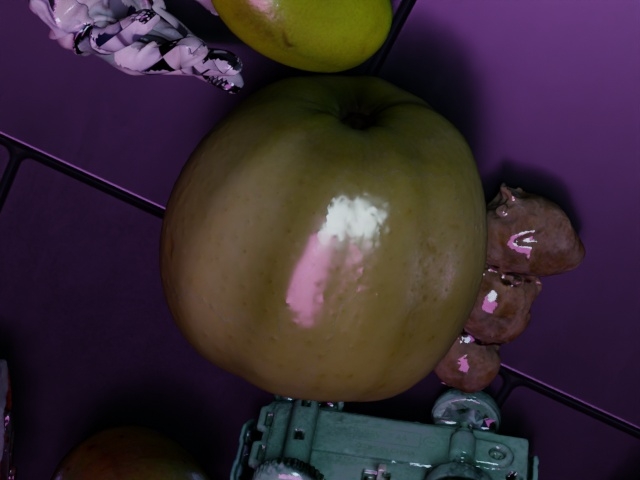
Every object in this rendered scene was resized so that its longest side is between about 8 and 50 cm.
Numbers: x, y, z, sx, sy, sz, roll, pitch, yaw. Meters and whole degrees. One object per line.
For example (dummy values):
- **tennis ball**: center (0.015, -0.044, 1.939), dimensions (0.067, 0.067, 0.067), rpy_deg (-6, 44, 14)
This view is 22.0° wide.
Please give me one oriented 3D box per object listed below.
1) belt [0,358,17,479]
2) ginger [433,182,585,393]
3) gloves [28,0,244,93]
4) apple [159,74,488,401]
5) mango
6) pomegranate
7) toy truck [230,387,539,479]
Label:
- **belt**: center (-0.350, 0.198, 1.569), dimensions (0.124, 0.128, 0.201), rpy_deg (9, 118, 2)
- **ginger**: center (0.153, 0.049, 1.446), dimensions (0.104, 0.080, 0.204), rpy_deg (23, 117, -11)
- **gloves**: center (-0.153, -0.190, 1.342), dimensions (0.111, 0.127, 0.212), rpy_deg (-34, 105, 32)
- **apple**: center (0.000, 0.000, 1.352), dimensions (0.279, 0.279, 0.279), rpy_deg (3, 119, 6)
- **mango**: center (-0.019, -0.198, 1.318), dimensions (0.163, 0.089, 0.117), rpy_deg (44, 74, -18)
- **pomegranate**: center (-0.160, 0.267, 1.570), dimensions (0.210, 0.180, 0.180), rpy_deg (12, 124, -33)
- **toy truck**: center (0.058, 0.228, 1.516), dimensions (0.279, 0.155, 0.156), rpy_deg (8, 127, 4)
